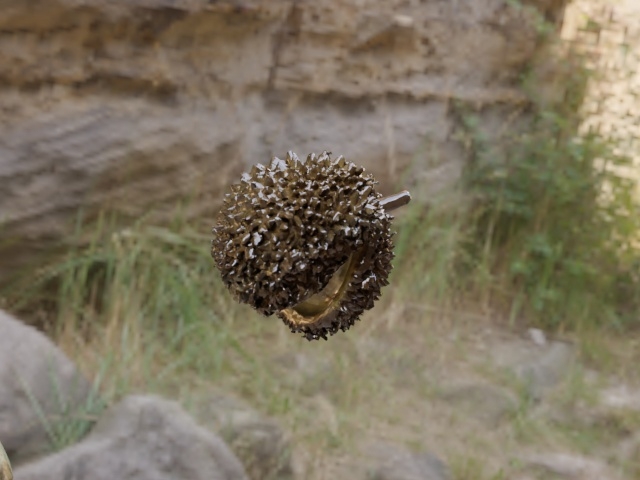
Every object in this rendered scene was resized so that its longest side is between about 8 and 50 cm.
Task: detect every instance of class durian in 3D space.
[{"bbox_3d":[0.000,0.000,1.257,0.196,0.167,0.196,-21,-17,-7],"label":"durian"}]

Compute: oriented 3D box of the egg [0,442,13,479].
[{"bbox_3d":[-0.552,0.321,1.710,0.379,0.287,0.288,7,3,32],"label":"egg"}]
